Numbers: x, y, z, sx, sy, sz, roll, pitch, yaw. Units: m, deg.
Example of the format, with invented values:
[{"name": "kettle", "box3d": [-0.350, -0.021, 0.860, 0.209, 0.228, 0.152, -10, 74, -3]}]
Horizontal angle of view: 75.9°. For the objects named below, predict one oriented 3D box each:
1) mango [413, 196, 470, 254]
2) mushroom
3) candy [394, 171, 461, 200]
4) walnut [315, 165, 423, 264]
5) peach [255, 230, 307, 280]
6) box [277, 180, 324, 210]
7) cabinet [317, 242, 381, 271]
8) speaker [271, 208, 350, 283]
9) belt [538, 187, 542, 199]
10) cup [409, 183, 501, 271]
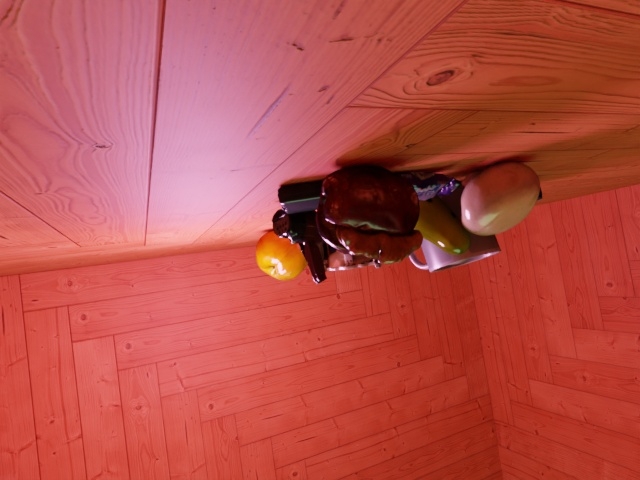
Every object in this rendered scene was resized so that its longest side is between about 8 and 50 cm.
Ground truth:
[{"name": "mango", "box3d": [0.361, -0.066, 1.328, 0.175, 0.293, 0.143, -7, 136, -56]}, {"name": "mushroom", "box3d": [0.511, -0.131, 1.221, 0.246, 0.202, 0.246, -21, 139, -20]}, {"name": "candy", "box3d": [0.248, -0.151, 1.151, 0.275, 0.070, 0.145, 2, 168, -11]}, {"name": "walnut", "box3d": [0.115, -0.049, 0.983, 0.269, 0.243, 0.222, -4, 159, -31]}, {"name": "peach", "box3d": [-0.186, 0.060, 2.195, 0.289, 0.289, 0.308, -12, -146, 47]}, {"name": "box", "box3d": [-0.033, -0.119, 1.157, 0.160, 0.050, 0.230, -9, 177, -1]}, {"name": "cabinet", "box3d": [0.144, 0.008, 1.860, 0.290, 0.227, 0.318, -9, -172, 18]}, {"name": "speaker", "box3d": [-0.007, -0.002, 1.422, 0.330, 0.259, 0.198, -7, -171, -42]}, {"name": "belt", "box3d": [0.780, -0.175, 1.689, 0.207, 0.116, 0.267, -13, 175, -4]}, {"name": "cup", "box3d": [0.456, -0.033, 1.544, 0.260, 0.274, 0.357, -5, 165, -38]}]
